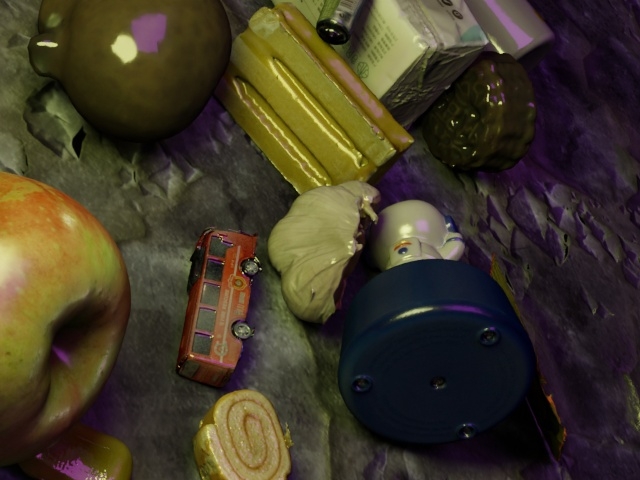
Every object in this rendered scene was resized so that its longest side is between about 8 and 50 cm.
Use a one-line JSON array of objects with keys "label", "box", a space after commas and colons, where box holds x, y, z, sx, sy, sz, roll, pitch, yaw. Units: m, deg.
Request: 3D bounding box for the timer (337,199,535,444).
[{"label": "timer", "box": [0.153, 0.079, 1.557, 0.270, 0.270, 0.383, 24, 33, -20]}]

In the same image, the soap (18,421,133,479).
[{"label": "soap", "box": [-0.286, 0.253, 1.219, 0.140, 0.045, 0.089, 29, 48, -15]}]

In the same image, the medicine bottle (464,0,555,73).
[{"label": "medicine bottle", "box": [0.280, -0.457, 2.056, 0.208, 0.208, 0.340, -25, 75, -45]}]

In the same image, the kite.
[{"label": "kite", "box": [0.306, 0.177, 1.602, 0.327, 0.013, 0.378, -107, 176, -73]}]

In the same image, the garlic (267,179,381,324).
[{"label": "garlic", "box": [0.000, 0.000, 1.536, 0.142, 0.178, 0.229, 27, 61, 5]}]

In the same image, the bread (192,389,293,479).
[{"label": "bread", "box": [-0.100, 0.265, 1.326, 0.122, 0.073, 0.149, -4, 61, -36]}]

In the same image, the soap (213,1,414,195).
[{"label": "soap", "box": [-0.019, -0.206, 1.661, 0.315, 0.199, 0.091, 49, 37, 9]}]

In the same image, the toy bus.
[{"label": "toy bus", "box": [-0.138, 0.085, 1.440, 0.096, 0.073, 0.235, 17, 50, -17]}]

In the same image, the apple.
[{"label": "apple", "box": [-0.363, 0.074, 1.114, 0.277, 0.319, 0.319, 21, 41, 17]}]

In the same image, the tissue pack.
[{"label": "tissue pack", "box": [0.088, -0.397, 1.831, 0.194, 0.266, 0.356, -12, 67, -41]}]

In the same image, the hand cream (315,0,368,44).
[{"label": "hand cream", "box": [0.050, -0.396, 1.654, 0.086, 0.055, 0.235, 18, 59, 5]}]

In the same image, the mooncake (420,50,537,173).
[{"label": "mooncake", "box": [0.277, -0.230, 1.877, 0.124, 0.228, 0.228, -6, 62, -30]}]

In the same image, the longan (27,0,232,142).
[{"label": "longan", "box": [-0.271, -0.275, 1.497, 0.300, 0.243, 0.300, 7, 39, -6]}]
